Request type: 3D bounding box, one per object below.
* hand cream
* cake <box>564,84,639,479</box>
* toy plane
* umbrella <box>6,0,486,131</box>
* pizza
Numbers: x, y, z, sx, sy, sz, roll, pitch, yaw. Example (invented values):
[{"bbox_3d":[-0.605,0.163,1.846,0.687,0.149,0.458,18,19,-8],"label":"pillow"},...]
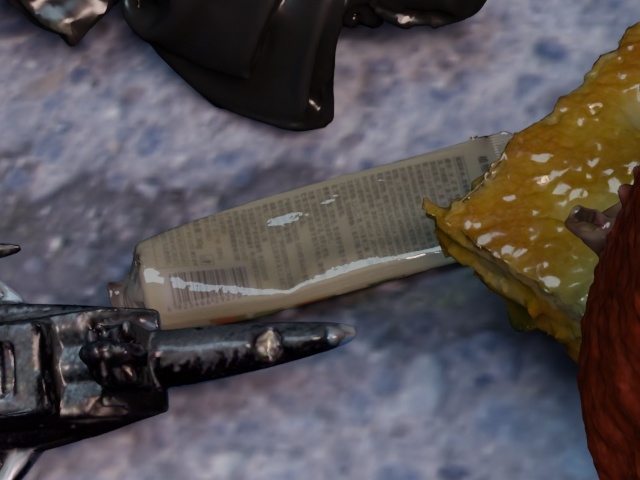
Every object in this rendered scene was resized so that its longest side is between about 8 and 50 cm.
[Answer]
[{"bbox_3d":[0.000,0.000,0.712,0.165,0.037,0.057,-15,49,2],"label":"hand cream"},{"bbox_3d":[0.201,0.025,0.471,0.283,0.151,0.177,24,69,10],"label":"cake"},{"bbox_3d":[-0.111,0.050,0.677,0.246,0.078,0.169,-8,80,16],"label":"toy plane"},{"bbox_3d":[-0.058,-0.124,0.784,0.272,0.110,0.122,14,60,26],"label":"umbrella"},{"bbox_3d":[0.135,-0.002,0.628,0.197,0.058,0.292,-8,51,6],"label":"pizza"}]
